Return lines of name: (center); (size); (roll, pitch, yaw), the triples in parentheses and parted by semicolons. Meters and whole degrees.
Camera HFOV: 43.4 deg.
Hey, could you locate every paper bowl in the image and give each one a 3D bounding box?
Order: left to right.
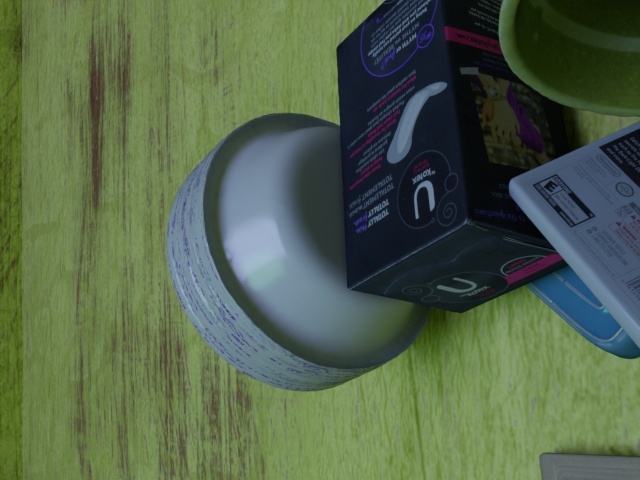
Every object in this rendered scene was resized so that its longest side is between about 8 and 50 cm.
paper bowl: (0.000, 0.000, 0.820); (0.148, 0.284, 0.284); (-34, 62, 47)

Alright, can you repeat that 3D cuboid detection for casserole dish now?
casserole dish: (0.234, 0.022, 0.711); (0.188, 0.037, 0.114); (50, 126, 43)

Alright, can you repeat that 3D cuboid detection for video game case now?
video game case: (0.261, -0.011, 0.579); (0.022, 0.173, 0.190); (78, 165, -52)

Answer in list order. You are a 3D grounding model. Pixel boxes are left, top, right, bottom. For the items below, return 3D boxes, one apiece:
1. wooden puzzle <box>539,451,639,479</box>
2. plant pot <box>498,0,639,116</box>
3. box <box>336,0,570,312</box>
wooden puzzle: (0.280, 0.283, 0.637); (0.238, 0.044, 0.221); (-19, 74, 57)
plant pot: (0.254, -0.260, 0.540); (0.276, 0.276, 0.254); (-25, 56, 50)
box: (0.119, -0.091, 0.743); (0.165, 0.143, 0.270); (-34, 50, 49)
